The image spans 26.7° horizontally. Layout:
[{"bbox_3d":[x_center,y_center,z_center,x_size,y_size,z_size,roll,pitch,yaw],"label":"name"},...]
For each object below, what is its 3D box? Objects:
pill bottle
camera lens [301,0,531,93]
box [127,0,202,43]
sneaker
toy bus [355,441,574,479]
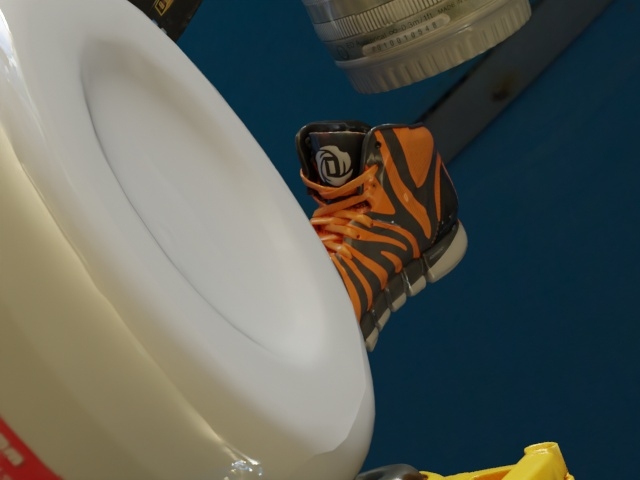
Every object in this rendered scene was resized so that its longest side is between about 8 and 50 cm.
[{"bbox_3d":[-0.201,0.093,0.526,0.408,0.229,0.229,-34,-97,15],"label":"pill bottle"},{"bbox_3d":[0.068,-0.311,1.340,0.219,0.219,0.274,-29,-74,-12],"label":"camera lens"},{"bbox_3d":[-0.233,-0.148,0.877,0.293,0.073,0.295,37,-83,32],"label":"box"},{"bbox_3d":[0.000,0.000,1.168,0.321,0.125,0.180,-44,-52,-39],"label":"sneaker"},{"bbox_3d":[0.082,0.191,0.682,0.211,0.220,0.149,-22,-90,27],"label":"toy bus"}]
